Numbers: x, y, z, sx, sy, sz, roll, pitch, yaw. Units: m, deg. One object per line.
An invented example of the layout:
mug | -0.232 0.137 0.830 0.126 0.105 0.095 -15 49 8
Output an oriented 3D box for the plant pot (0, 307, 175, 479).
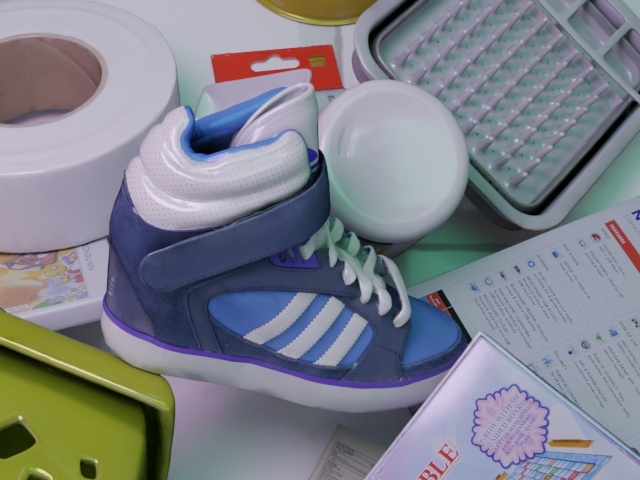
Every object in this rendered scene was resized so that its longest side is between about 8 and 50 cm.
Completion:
plant pot | -0.237 0.196 0.894 0.228 0.227 0.207 21 53 5

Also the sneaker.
sneaker | 0.000 0.000 0.887 0.322 0.236 0.130 9 30 -18

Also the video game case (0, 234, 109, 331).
video game case | -0.302 0.033 1.037 0.226 0.026 0.206 -13 30 -13

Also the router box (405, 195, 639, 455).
router box | 0.254 0.154 1.044 0.301 0.082 0.335 -20 63 -17

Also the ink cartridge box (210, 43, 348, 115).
ink cartridge box | -0.035 -0.147 1.221 0.145 0.045 0.179 -7 62 -10

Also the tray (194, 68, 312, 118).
tray | -0.085 -0.035 1.101 0.145 0.030 0.270 -4 65 38

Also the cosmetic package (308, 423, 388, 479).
cosmetic package | 0.015 0.227 1.000 0.060 0.041 0.115 27 60 11

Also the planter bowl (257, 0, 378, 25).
planter bowl | 0.007 -0.361 1.327 0.217 0.090 0.217 3 59 -5

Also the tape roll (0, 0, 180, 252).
tape roll | -0.277 -0.120 1.107 0.286 0.100 0.286 0 45 0

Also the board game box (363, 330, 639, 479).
board game box | 0.152 0.290 0.876 0.318 0.066 0.319 39 93 16

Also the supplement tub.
supplement tub | 0.046 -0.055 1.063 0.144 0.200 0.144 2 80 -9

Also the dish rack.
dish rack | 0.198 -0.179 1.198 0.285 0.072 0.333 47 57 -1
